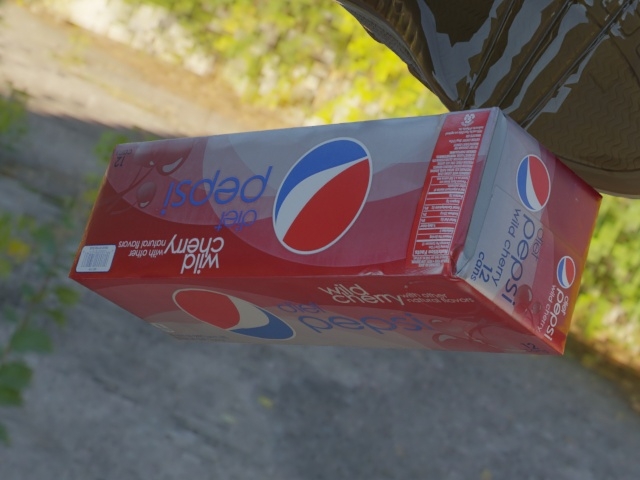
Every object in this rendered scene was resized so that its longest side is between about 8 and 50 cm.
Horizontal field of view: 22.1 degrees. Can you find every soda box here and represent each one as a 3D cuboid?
[{"bbox_3d":[0.000,0.000,0.803,0.263,0.083,0.092,-1,-26,44],"label":"soda box"}]

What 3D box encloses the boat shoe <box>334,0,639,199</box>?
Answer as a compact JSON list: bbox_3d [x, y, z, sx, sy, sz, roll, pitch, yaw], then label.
[{"bbox_3d":[0.099,-0.126,0.886,0.341,0.122,0.110,44,11,38],"label":"boat shoe"}]
